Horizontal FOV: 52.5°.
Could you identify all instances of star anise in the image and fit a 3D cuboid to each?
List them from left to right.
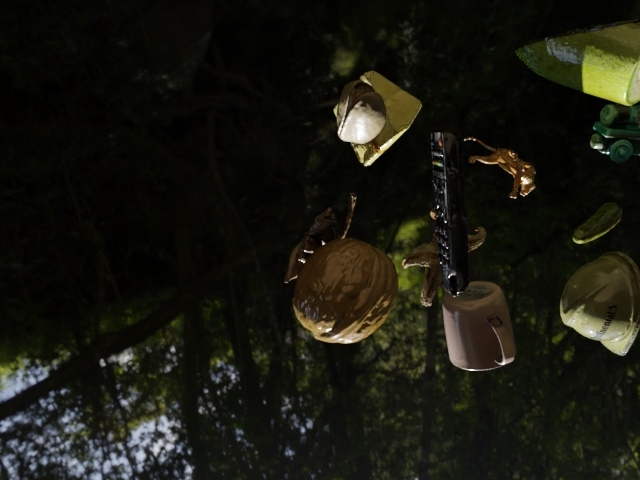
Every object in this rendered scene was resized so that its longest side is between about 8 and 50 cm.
[{"bbox_3d":[-0.002,-0.001,2.077,0.349,0.109,0.292,-54,-170,-4],"label":"star anise"}]

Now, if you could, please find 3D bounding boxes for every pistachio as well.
[{"bbox_3d":[0.092,-0.300,1.526,0.124,0.185,0.124,-3,-114,6],"label":"pistachio"}]

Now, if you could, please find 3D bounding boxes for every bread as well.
[{"bbox_3d":[0.161,-0.416,2.223,0.198,0.236,0.263,-58,-170,-32],"label":"bread"}]

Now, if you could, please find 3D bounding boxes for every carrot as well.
[{"bbox_3d":[0.833,-0.049,1.951,0.074,0.074,0.358,8,-160,37],"label":"carrot"}]

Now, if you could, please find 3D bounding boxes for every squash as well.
[{"bbox_3d":[0.622,-0.455,1.502,0.233,0.210,0.309,-17,-136,-44],"label":"squash"}]

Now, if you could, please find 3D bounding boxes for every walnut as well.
[{"bbox_3d":[0.072,0.156,1.947,0.333,0.333,0.333,-12,-152,6],"label":"walnut"}]

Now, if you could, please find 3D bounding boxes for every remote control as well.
[{"bbox_3d":[0.318,-0.070,1.571,0.062,0.399,0.144,-6,-168,-5],"label":"remote control"}]

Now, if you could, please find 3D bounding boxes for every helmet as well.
[{"bbox_3d":[0.628,0.154,1.503,0.137,0.257,0.204,-8,-148,-10],"label":"helmet"}]

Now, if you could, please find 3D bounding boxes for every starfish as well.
[{"bbox_3d":[0.398,0.052,2.095,0.312,0.303,0.113,-46,-140,-6],"label":"starfish"}]

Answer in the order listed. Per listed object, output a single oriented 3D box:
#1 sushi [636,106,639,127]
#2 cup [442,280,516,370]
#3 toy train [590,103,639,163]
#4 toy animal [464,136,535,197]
[{"bbox_3d":[0.922,-0.326,1.640,0.212,0.147,0.115,-9,-140,-12],"label":"sushi"},{"bbox_3d":[0.456,0.242,1.820,0.191,0.200,0.253,-17,-162,-11],"label":"cup"},{"bbox_3d":[0.954,-0.326,1.901,0.298,0.194,0.120,2,-153,-4],"label":"toy train"},{"bbox_3d":[0.544,-0.242,1.935,0.255,0.114,0.116,44,-146,8],"label":"toy animal"}]
